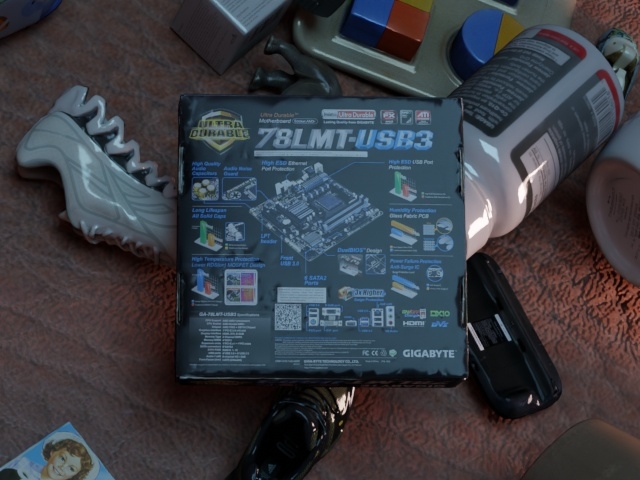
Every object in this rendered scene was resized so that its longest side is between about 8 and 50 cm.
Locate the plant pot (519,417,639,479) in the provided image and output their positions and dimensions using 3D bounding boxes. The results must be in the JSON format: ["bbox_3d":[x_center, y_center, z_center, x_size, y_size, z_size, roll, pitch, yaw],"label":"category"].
[{"bbox_3d":[0.317,0.313,1.689,0.263,0.263,0.229,-32,62,-32],"label":"plant pot"}]

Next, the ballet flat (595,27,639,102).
[{"bbox_3d":[0.375,-0.210,2.071,0.070,0.070,0.188,27,57,-8],"label":"ballet flat"}]

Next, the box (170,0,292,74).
[{"bbox_3d":[-0.101,-0.268,1.883,0.087,0.102,0.101,44,58,1],"label":"box"}]

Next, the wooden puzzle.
[{"bbox_3d":[0.163,-0.311,2.027,0.347,0.080,0.322,23,58,-10],"label":"wooden puzzle"}]

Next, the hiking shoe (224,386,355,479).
[{"bbox_3d":[-0.016,0.192,1.671,0.086,0.114,0.227,34,57,-3],"label":"hiking shoe"}]

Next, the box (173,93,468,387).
[{"bbox_3d":[0.000,0.000,1.652,0.295,0.073,0.293,0,77,-5],"label":"box"}]

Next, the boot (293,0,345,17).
[{"bbox_3d":[-0.039,-0.354,1.951,0.077,0.137,0.198,-41,94,10],"label":"boot"}]

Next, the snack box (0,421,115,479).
[{"bbox_3d":[-0.218,0.352,1.538,0.187,0.060,0.322,-35,81,-33],"label":"snack box"}]

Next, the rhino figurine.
[{"bbox_3d":[-0.043,-0.114,1.846,0.106,0.073,0.243,20,60,-8],"label":"rhino figurine"}]

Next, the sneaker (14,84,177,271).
[{"bbox_3d":[-0.200,-0.028,1.728,0.292,0.110,0.118,43,68,9],"label":"sneaker"}]

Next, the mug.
[{"bbox_3d":[0.497,-0.102,1.886,0.328,0.374,0.276,-21,59,-23],"label":"mug"}]

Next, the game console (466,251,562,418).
[{"bbox_3d":[0.148,0.041,1.861,0.213,0.044,0.361,-18,71,-29],"label":"game console"}]

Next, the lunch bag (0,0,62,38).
[{"bbox_3d":[-0.430,-0.321,1.772,0.303,0.115,0.243,-30,76,-31],"label":"lunch bag"}]

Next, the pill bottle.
[{"bbox_3d":[0.198,-0.105,1.832,0.161,0.161,0.283,46,62,5],"label":"pill bottle"}]
